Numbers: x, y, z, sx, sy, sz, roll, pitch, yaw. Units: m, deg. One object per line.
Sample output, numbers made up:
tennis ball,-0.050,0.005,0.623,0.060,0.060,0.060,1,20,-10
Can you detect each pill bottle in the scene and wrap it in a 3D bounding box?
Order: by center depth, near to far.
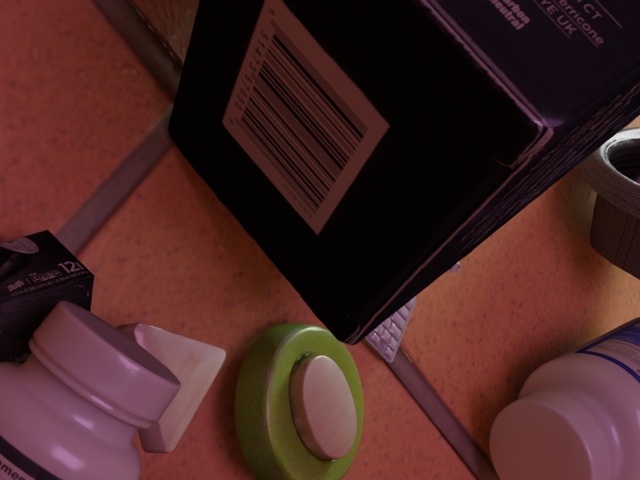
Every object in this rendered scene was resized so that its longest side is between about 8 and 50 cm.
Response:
pill bottle,-0.160,0.127,0.487,0.108,0.108,0.180,40,83,-35
pill bottle,0.294,0.176,0.921,0.272,0.152,0.152,-15,99,-42

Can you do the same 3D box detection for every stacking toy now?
stacking toy,-0.007,0.188,0.609,0.309,0.130,0.280,12,73,-53

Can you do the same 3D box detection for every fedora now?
fedora,0.401,-0.027,1.016,0.275,0.243,0.124,-22,133,-44

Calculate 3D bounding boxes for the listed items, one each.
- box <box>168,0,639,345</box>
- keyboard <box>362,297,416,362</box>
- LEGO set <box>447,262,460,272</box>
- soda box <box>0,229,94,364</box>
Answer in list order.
box,0.131,-0.159,0.603,0.395,0.293,0.212,-36,80,-27
keyboard,0.000,0.000,0.744,0.256,0.014,0.072,48,58,-32
LEGO set,0.085,-0.075,0.772,0.087,0.093,0.227,-3,91,-43
soda box,-0.211,0.050,0.500,0.169,0.053,0.060,-20,136,-43
